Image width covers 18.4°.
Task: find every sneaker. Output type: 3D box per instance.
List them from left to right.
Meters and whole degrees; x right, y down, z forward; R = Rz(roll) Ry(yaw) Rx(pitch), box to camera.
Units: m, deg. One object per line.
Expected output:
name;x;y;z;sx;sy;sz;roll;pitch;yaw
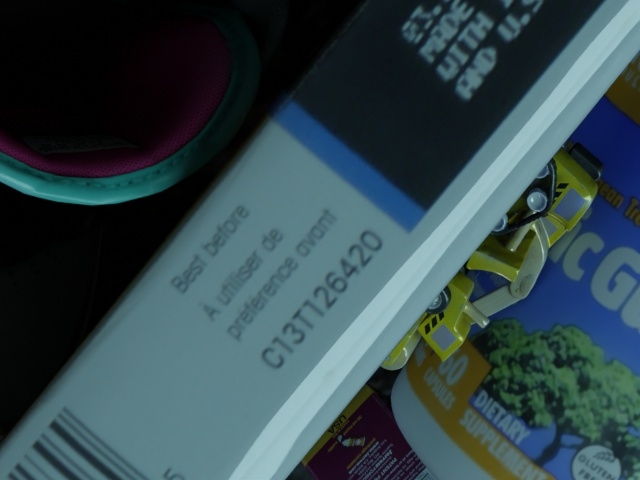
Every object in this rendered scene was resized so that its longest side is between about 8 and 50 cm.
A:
sneaker;-0.085;-0.037;0.545;0.124;0.178;0.295;-16;125;-21

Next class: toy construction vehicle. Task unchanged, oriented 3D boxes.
toy construction vehicle;0.062;0.003;0.646;0.035;0.086;0.098;38;116;0

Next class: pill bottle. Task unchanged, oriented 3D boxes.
pill bottle;0.158;-0.008;0.725;0.152;0.152;0.272;23;105;-38

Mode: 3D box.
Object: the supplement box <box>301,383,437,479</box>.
supplement box;0.038;0.103;0.770;0.043;0.083;0.055;-48;132;5

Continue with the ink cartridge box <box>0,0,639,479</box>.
ink cartridge box;0.000;0.000;0.606;0.072;0.307;0.303;38;98;-2
